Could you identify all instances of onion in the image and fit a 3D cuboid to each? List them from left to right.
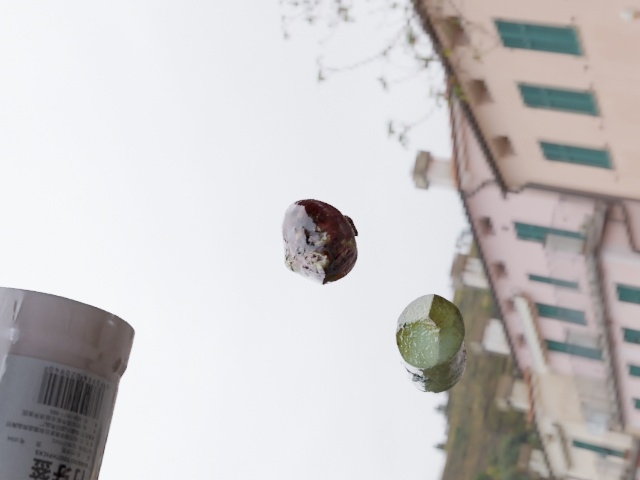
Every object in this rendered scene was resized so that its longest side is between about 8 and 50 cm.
[{"bbox_3d":[0.000,0.000,1.462,0.097,0.107,0.107,-25,-52,-28],"label":"onion"}]

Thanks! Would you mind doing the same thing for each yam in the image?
[{"bbox_3d":[0.107,0.104,1.220,0.146,0.070,0.069,69,-143,-67],"label":"yam"}]

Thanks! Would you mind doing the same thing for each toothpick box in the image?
[{"bbox_3d":[-0.163,0.110,0.677,0.098,0.098,0.148,48,-132,-61],"label":"toothpick box"}]
